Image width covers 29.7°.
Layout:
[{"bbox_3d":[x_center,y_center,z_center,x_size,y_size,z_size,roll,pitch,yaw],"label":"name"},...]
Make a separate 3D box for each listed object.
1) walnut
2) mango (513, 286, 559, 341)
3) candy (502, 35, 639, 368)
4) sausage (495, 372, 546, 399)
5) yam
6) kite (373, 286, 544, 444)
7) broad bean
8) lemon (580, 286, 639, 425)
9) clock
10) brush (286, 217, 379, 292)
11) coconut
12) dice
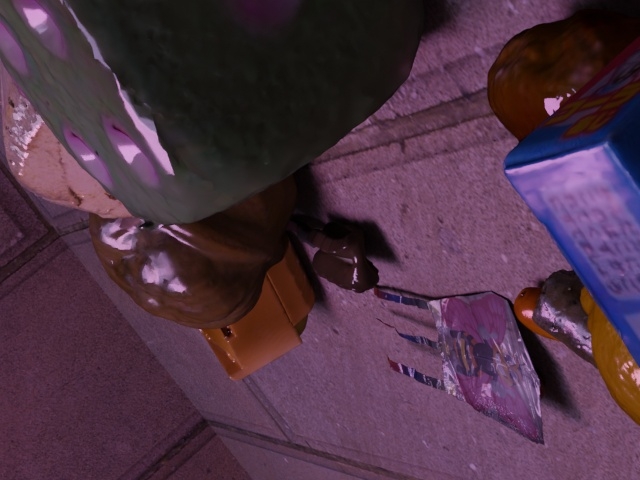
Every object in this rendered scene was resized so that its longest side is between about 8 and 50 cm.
[{"bbox_3d":[-0.178,-0.033,1.667,0.277,0.282,0.253,27,159,26],"label":"walnut"},{"bbox_3d":[0.255,0.084,1.326,0.089,0.046,0.060,30,158,14],"label":"mango"},{"bbox_3d":[0.257,-0.074,0.644,0.157,0.306,0.100,54,157,-11],"label":"candy"},{"bbox_3d":[0.231,0.176,1.549,0.158,0.036,0.042,5,98,62],"label":"sausage"},{"bbox_3d":[0.298,0.100,1.215,0.179,0.078,0.078,39,158,28],"label":"yam"},{"bbox_3d":[0.168,0.146,1.584,0.360,0.022,0.204,9,119,61],"label":"kite"},{"bbox_3d":[0.223,-0.106,0.936,0.156,0.122,0.228,30,177,-28],"label":"broad bean"},{"bbox_3d":[0.321,0.072,0.938,0.260,0.204,0.204,19,145,41],"label":"lemon"},{"bbox_3d":[-0.165,0.038,1.947,0.317,0.200,0.244,40,157,48],"label":"clock"},{"bbox_3d":[0.000,0.000,1.705,0.301,0.071,0.084,28,136,64],"label":"brush"},{"bbox_3d":[-0.249,-0.213,1.464,0.297,0.298,0.309,79,179,-54],"label":"coconut"},{"bbox_3d":[-0.122,-0.223,1.161,0.322,0.318,0.330,56,159,-16],"label":"dice"}]
